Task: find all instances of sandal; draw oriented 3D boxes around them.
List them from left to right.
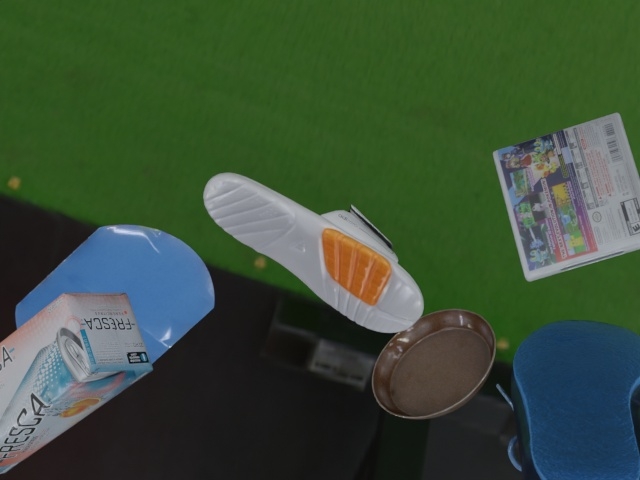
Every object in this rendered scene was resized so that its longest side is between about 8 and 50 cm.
[{"bbox_3d":[0.004,-0.006,1.555,0.265,0.076,0.102,35,135,-7],"label":"sandal"}]

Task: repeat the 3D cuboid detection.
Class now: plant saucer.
[{"bbox_3d":[0.144,0.158,1.828,0.168,0.168,0.029,-17,131,23],"label":"plant saucer"}]

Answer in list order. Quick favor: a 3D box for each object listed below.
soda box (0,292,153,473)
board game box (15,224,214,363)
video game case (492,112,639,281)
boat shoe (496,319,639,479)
[{"bbox_3d":[-0.200,0.103,1.024,0.183,0.063,0.058,-36,157,34],"label":"soda box"},{"bbox_3d":[-0.178,0.050,1.264,0.168,0.033,0.133,-42,123,11],"label":"board game box"},{"bbox_3d":[0.345,-0.060,2.012,0.183,0.201,0.023,-17,153,12],"label":"video game case"},{"bbox_3d":[0.157,0.131,0.936,0.109,0.258,0.089,3,112,16],"label":"boat shoe"}]
